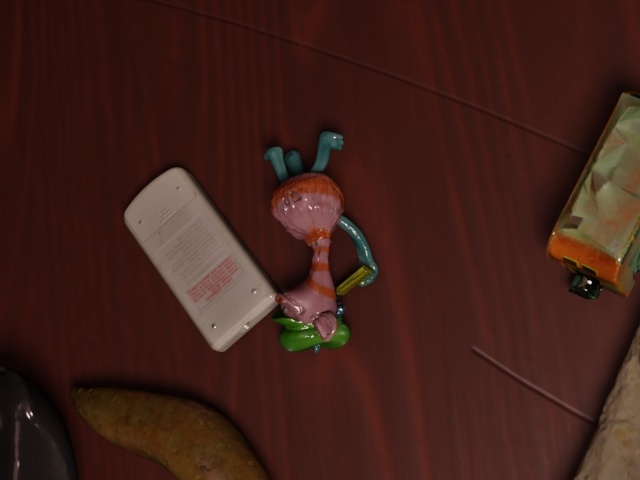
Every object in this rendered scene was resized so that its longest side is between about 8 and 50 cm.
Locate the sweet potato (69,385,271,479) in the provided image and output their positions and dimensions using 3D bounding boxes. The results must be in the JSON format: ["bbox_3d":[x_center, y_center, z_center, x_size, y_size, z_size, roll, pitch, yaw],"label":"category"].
[{"bbox_3d":[-0.104,0.224,1.124,0.346,0.079,0.108,44,123,22],"label":"sweet potato"}]

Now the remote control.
[{"bbox_3d":[-0.121,0.014,1.202,0.087,0.029,0.190,-42,67,7],"label":"remote control"}]

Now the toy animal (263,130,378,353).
[{"bbox_3d":[0.000,0.000,1.139,0.103,0.100,0.208,0,70,-20],"label":"toy animal"}]

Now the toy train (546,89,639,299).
[{"bbox_3d":[0.264,-0.037,1.032,0.072,0.099,0.188,26,86,23],"label":"toy train"}]

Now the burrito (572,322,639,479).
[{"bbox_3d":[0.281,0.184,0.971,0.143,0.105,0.299,25,89,28],"label":"burrito"}]

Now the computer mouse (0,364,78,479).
[{"bbox_3d":[-0.300,0.259,1.165,0.170,0.100,0.269,-14,72,44],"label":"computer mouse"}]
